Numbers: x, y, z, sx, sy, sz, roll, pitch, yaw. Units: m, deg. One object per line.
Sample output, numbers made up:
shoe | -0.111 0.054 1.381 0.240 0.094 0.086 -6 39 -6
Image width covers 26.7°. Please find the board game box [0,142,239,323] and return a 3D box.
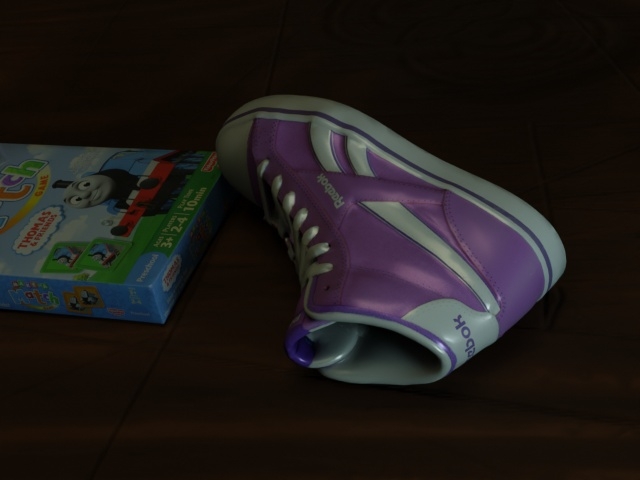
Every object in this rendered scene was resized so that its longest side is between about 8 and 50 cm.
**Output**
board game box | -0.184 -0.011 1.002 0.211 0.039 0.160 3 40 21

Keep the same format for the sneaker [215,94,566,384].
sneaker | 0.000 -0.001 0.885 0.282 0.102 0.161 24 54 37
